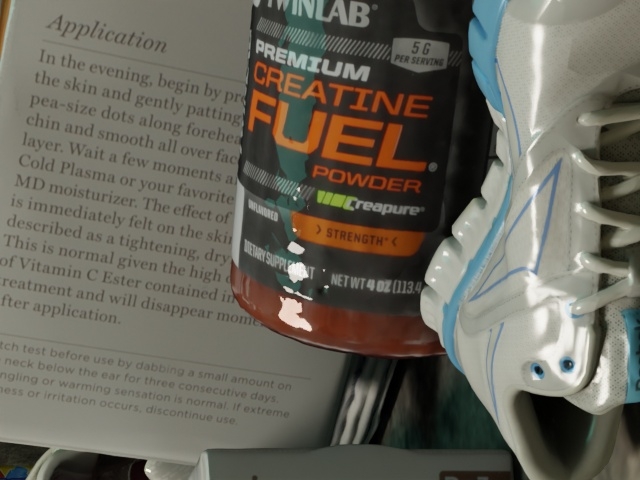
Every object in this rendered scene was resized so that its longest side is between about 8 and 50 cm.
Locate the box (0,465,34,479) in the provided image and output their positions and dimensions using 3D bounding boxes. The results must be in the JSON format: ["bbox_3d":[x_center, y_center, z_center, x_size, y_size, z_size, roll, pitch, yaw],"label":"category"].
[{"bbox_3d":[-0.221,0.347,1.118,0.279,0.290,0.177,-102,18,-48],"label":"box"}]

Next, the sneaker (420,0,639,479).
[{"bbox_3d":[0.075,-0.005,0.340,0.190,0.071,0.083,93,165,-48],"label":"sneaker"}]

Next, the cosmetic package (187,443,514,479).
[{"bbox_3d":[-0.007,0.150,0.560,0.231,0.117,0.085,118,152,-67],"label":"cosmetic package"}]

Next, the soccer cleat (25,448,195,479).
[{"bbox_3d":[-0.168,0.188,0.931,0.331,0.143,0.116,-30,51,33],"label":"soccer cleat"}]

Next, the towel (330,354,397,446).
[{"bbox_3d":[0.000,0.000,0.755,0.285,0.034,0.209,-99,16,-44],"label":"towel"}]

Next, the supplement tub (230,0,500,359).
[{"bbox_3d":[0.027,-0.067,0.463,0.106,0.106,0.198,-121,35,-70],"label":"supplement tub"}]

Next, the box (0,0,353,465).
[{"bbox_3d":[-0.058,-0.103,0.603,0.215,0.168,0.345,-126,49,-68],"label":"box"}]
